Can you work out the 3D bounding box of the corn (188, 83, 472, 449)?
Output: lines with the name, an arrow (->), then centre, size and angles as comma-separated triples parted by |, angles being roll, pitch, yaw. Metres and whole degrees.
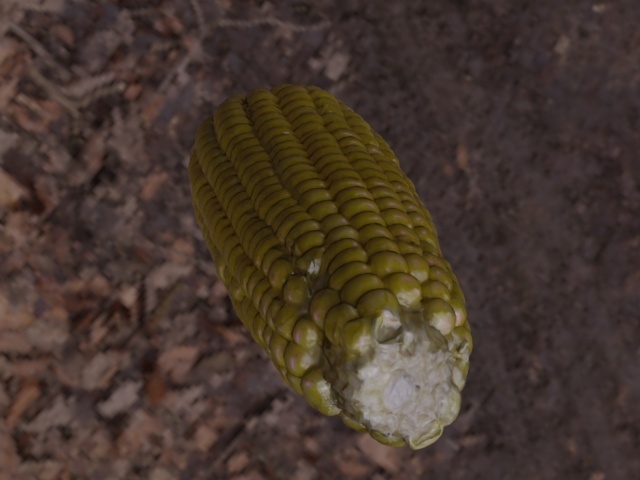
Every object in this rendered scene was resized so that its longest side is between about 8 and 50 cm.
corn -> 0.000, 0.000, 0.902 | 0.130, 0.347, 0.130 | -5, 115, -12
